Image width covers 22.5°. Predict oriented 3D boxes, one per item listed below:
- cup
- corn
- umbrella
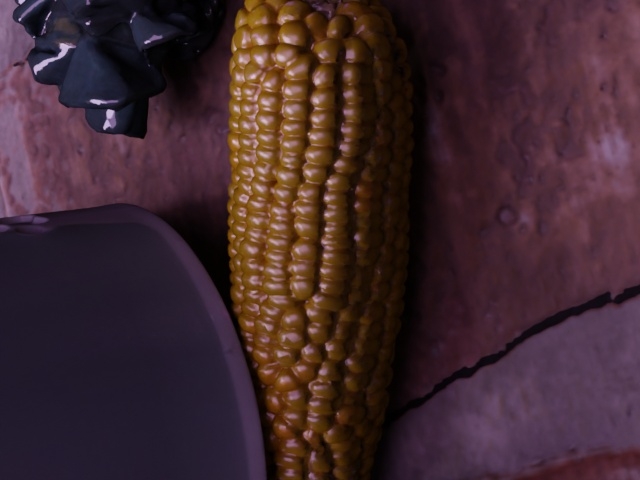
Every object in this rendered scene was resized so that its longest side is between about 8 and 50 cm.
[{"bbox_3d":[-0.236,0.143,0.900,0.357,0.275,0.259,-39,64,50],"label":"cup"},{"bbox_3d":[0.000,0.000,0.863,0.102,0.101,0.310,5,100,33],"label":"corn"},{"bbox_3d":[-0.054,-0.214,0.886,0.349,0.094,0.143,-46,74,25],"label":"umbrella"}]
